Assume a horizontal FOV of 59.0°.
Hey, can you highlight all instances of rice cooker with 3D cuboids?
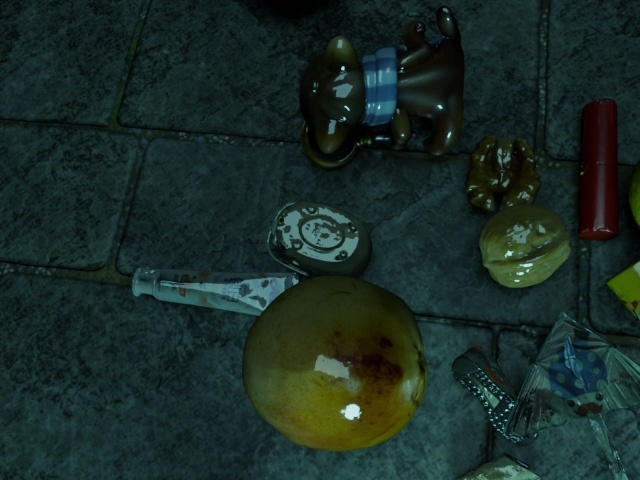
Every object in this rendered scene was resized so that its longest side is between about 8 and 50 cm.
[{"bbox_3d":[0.000,0.000,1.096,0.206,0.127,0.145,20,75,4],"label":"rice cooker"}]

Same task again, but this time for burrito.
[{"bbox_3d":[0.298,0.406,0.970,0.149,0.041,0.055,-18,84,-2],"label":"burrito"}]

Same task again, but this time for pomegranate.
[{"bbox_3d":[0.013,0.199,0.940,0.319,0.319,0.319,-2,72,6],"label":"pomegranate"}]

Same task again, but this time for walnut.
[{"bbox_3d":[0.360,-0.124,1.121,0.143,0.069,0.170,10,72,12],"label":"walnut"},{"bbox_3d":[0.373,0.009,1.036,0.166,0.149,0.166,-4,109,-11],"label":"walnut"}]

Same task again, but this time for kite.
[{"bbox_3d":[0.456,0.276,0.964,0.335,0.011,0.314,-11,76,-12],"label":"kite"}]

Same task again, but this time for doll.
[{"bbox_3d":[0.120,-0.289,1.115,0.340,0.318,0.209,-9,29,-16],"label":"doll"}]

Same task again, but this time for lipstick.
[{"bbox_3d":[0.542,-0.140,1.103,0.073,0.073,0.279,6,73,9],"label":"lipstick"}]

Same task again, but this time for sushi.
[{"bbox_3d":[0.433,0.223,1.009,0.083,0.046,0.044,14,75,11],"label":"sushi"}]

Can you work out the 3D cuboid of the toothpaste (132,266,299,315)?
[{"bbox_3d":[-0.207,0.098,1.126,0.323,0.066,0.100,5,75,3],"label":"toothpaste"}]

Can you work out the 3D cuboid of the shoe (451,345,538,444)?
[{"bbox_3d":[0.318,0.267,1.000,0.194,0.074,0.077,48,39,6],"label":"shoe"}]

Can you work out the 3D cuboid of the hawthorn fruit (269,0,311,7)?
[{"bbox_3d":[-0.051,-0.644,1.247,0.287,0.287,0.330,-38,78,-6],"label":"hawthorn fruit"}]

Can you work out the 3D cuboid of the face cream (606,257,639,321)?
[{"bbox_3d":[0.652,0.180,0.966,0.105,0.105,0.348,-34,71,-4],"label":"face cream"}]

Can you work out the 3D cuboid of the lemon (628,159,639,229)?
[{"bbox_3d":[0.661,-0.092,0.990,0.240,0.240,0.219,-35,58,-5],"label":"lemon"}]
